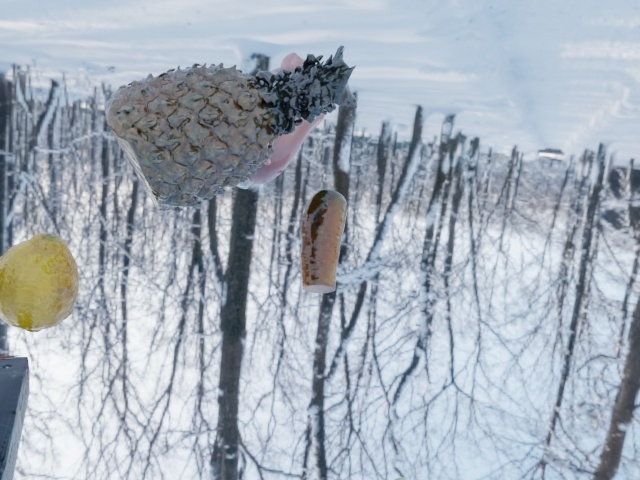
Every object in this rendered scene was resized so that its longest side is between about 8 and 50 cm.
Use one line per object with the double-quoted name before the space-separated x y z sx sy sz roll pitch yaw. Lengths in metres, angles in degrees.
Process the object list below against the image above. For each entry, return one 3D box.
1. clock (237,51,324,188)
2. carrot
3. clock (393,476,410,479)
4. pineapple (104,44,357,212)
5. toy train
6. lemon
"clock" -0.100 -0.205 1.120 0.142 0.241 0.227 34 159 -27
"carrot" 0.000 0.000 1.090 0.087 0.194 0.087 11 164 3
"clock" 0.112 0.599 1.103 0.117 0.286 0.348 43 173 33
"pineapple" -0.118 -0.183 0.850 0.361 0.202 0.202 -23 -166 -6
"toy train" -0.567 0.331 1.006 0.086 0.089 0.409 -5 -161 -19
"lemon" -0.493 0.073 1.008 0.142 0.187 0.142 18 -167 -4
